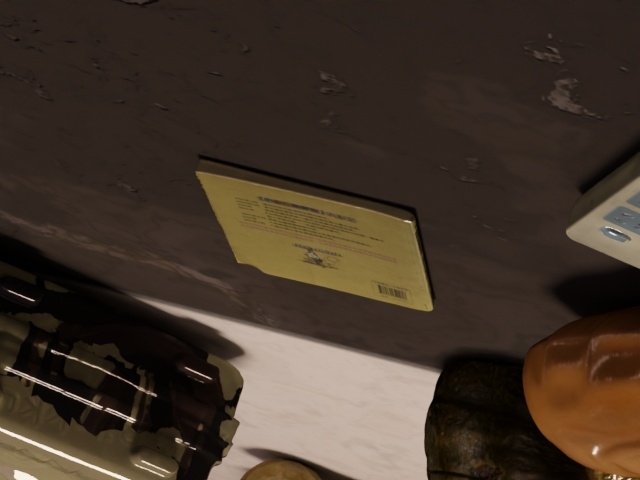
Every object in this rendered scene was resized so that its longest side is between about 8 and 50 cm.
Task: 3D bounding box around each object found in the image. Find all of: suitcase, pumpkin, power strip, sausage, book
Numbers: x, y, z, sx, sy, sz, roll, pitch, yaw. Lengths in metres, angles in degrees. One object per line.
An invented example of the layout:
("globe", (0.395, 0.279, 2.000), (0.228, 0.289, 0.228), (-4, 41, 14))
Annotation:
("suitcase", (-0.282, 0.159, 1.910), (0.351, 0.194, 0.339), (26, 163, -20))
("pumpkin", (0.191, 0.185, 1.636), (0.248, 0.131, 0.126), (5, 157, 30))
("power strip", (0.216, -0.023, 1.167), (0.081, 0.035, 0.192), (21, 161, -8))
("sausage", (0.248, 0.106, 1.366), (0.136, 0.120, 0.241), (16, 164, -32))
("book", (0.000, 0.000, 1.469), (0.168, 0.013, 0.192), (14, 161, 13))

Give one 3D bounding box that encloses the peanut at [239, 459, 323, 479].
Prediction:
("peanut", (0.038, 0.348, 2.245), (0.298, 0.136, 0.120), (24, 177, -1))
